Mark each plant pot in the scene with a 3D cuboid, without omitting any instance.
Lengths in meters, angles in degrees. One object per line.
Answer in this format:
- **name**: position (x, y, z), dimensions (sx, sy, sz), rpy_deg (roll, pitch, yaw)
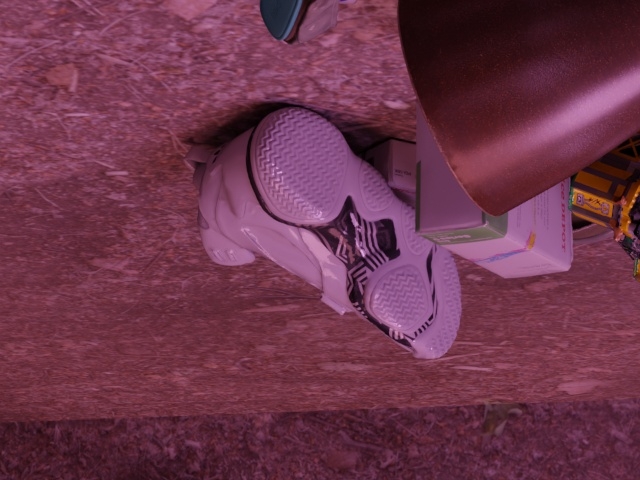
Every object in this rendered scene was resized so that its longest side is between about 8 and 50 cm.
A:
- **plant pot**: position (0.216, -0.160, 1.434), dimensions (0.230, 0.215, 0.215), rpy_deg (-22, 156, 21)

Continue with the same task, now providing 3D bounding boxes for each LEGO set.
- **LEGO set**: position (0.405, -0.051, 1.655), dimensions (0.192, 0.255, 0.331), rpy_deg (23, 166, 33)

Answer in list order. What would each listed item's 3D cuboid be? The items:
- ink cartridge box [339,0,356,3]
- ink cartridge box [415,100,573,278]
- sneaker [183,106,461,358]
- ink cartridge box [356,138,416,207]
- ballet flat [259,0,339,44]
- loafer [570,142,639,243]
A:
- **ink cartridge box**: position (-0.108, -0.268, 1.273), dimensions (0.307, 0.072, 0.303), rpy_deg (4, 166, -3)
- **ink cartridge box**: position (0.191, -0.058, 1.836), dimensions (0.093, 0.154, 0.212), rpy_deg (-9, 162, 33)
- **sneaker**: position (0.000, 0.000, 1.943), dimensions (0.210, 0.137, 0.366), rpy_deg (-7, 133, 49)
- **ink cartridge box**: position (0.086, -0.069, 1.985), dimensions (0.099, 0.056, 0.135), rpy_deg (11, 162, -30)
- **ballet flat**: position (0.001, -0.211, 1.264), dimensions (0.068, 0.072, 0.213), rpy_deg (-25, 172, -15)
- **loafer**: position (0.337, -0.071, 1.926), dimensions (0.087, 0.094, 0.251), rpy_deg (19, 148, -35)
